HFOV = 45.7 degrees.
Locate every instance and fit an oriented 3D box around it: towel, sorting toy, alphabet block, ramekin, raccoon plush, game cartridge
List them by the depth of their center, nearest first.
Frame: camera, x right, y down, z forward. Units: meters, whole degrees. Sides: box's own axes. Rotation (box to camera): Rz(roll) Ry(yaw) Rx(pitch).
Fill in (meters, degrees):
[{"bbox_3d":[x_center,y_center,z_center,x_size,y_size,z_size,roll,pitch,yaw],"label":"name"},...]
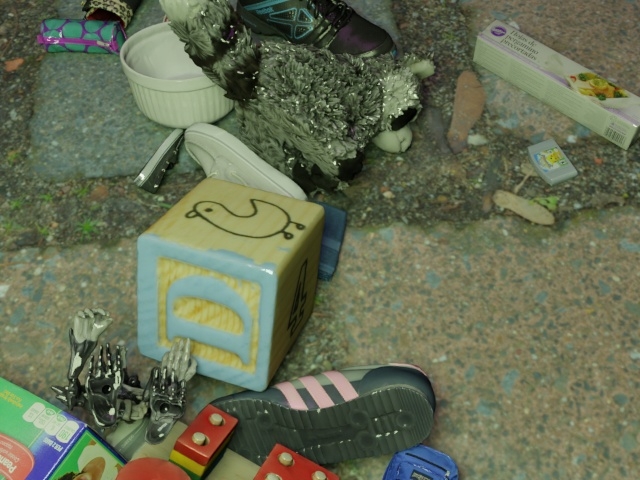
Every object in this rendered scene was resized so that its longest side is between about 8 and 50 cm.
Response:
[{"bbox_3d":[-0.112,0.307,0.859,0.257,0.089,0.255,27,22,8],"label":"sorting toy"},{"bbox_3d":[-0.118,0.053,1.025,0.193,0.193,0.197,16,31,10],"label":"alphabet block"},{"bbox_3d":[0.006,-0.286,1.164,0.216,0.446,0.299,14,57,43],"label":"raccoon plush"},{"bbox_3d":[0.000,0.000,1.174,0.067,0.029,0.119,24,61,-16],"label":"towel"},{"bbox_3d":[0.379,-0.130,1.256,0.056,0.017,0.083,-22,59,-6],"label":"game cartridge"},{"bbox_3d":[-0.231,-0.283,1.306,0.207,0.109,0.207,0,44,0],"label":"ramekin"}]

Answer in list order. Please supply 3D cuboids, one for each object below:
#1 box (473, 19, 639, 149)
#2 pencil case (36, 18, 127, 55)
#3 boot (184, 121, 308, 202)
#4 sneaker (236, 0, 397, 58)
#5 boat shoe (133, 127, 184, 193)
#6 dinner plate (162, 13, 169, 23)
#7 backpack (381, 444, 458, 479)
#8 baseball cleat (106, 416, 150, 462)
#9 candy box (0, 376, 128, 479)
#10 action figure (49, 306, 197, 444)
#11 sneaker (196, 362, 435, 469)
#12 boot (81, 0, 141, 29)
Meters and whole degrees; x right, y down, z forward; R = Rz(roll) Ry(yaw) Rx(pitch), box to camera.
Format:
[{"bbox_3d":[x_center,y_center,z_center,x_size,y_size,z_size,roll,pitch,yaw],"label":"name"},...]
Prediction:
[{"bbox_3d":[0.414,-0.273,1.314,0.324,0.067,0.063,37,66,24],"label":"box"},{"bbox_3d":[-0.445,-0.383,1.427,0.152,0.064,0.070,3,33,6],"label":"pencil case"},{"bbox_3d":[-0.152,-0.086,1.209,0.258,0.095,0.123,34,64,23],"label":"boot"},{"bbox_3d":[-0.018,-0.410,1.378,0.341,0.139,0.125,27,60,17],"label":"sneaker"},{"bbox_3d":[-0.263,-0.134,1.278,0.040,0.049,0.142,39,53,-15],"label":"boat shoe"},{"bbox_3d":[-0.234,-0.420,1.468,0.141,0.017,0.141,-1,58,1],"label":"dinner plate"},{"bbox_3d":[0.122,0.315,0.941,0.098,0.101,0.120,24,57,10],"label":"backpack"},{"bbox_3d":[-0.246,0.322,0.971,0.110,0.072,0.205,8,59,8],"label":"baseball cleat"},{"bbox_3d":[-0.436,0.330,0.908,0.268,0.122,0.317,15,58,33],"label":"candy box"},{"bbox_3d":[-0.234,0.165,0.926,0.164,0.276,0.140,19,78,-19],"label":"action figure"},{"bbox_3d":[-0.003,0.228,1.015,0.319,0.112,0.131,-7,13,14],"label":"sneaker"},{"bbox_3d":[-0.439,-0.510,1.496,0.237,0.085,0.178,16,63,12],"label":"boot"}]
